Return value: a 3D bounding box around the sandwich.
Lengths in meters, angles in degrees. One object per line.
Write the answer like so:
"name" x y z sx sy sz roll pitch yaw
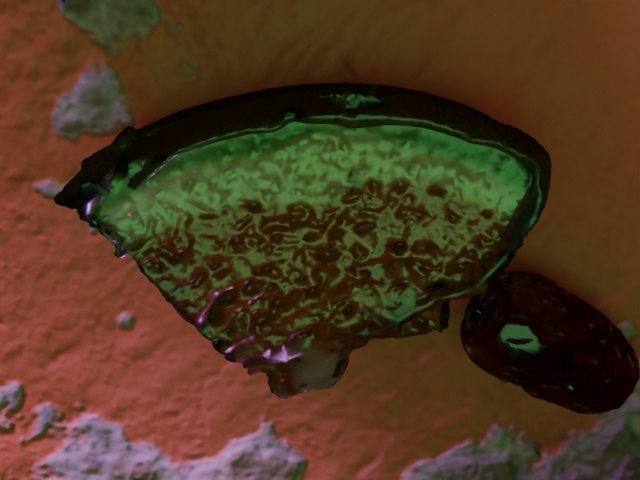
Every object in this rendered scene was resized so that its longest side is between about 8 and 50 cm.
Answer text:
"sandwich" 0.007 -0.011 0.914 0.292 0.109 0.212 -19 113 10

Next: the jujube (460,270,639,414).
"jujube" 0.158 0.071 0.951 0.129 0.077 0.077 28 106 -12
